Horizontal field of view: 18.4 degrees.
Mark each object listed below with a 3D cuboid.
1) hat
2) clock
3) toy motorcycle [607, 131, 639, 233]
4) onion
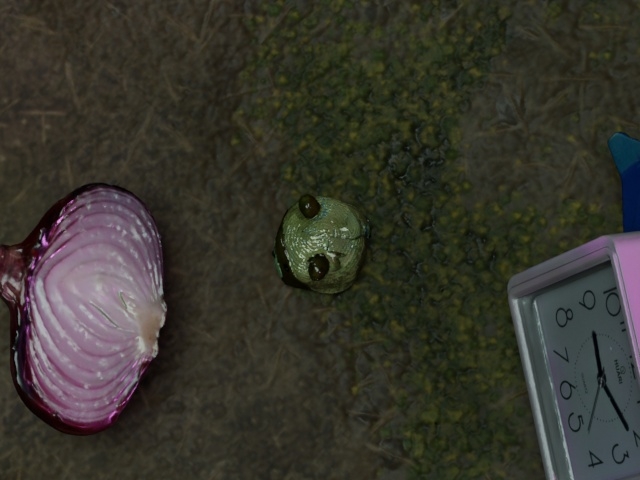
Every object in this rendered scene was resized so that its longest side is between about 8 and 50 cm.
[{"bbox_3d":[-0.001,0.000,1.618,0.076,0.059,0.077,10,77,9],"label":"hat"},{"bbox_3d":[0.220,0.103,1.502,0.063,0.150,0.197,-4,77,-30],"label":"clock"},{"bbox_3d":[0.336,-0.060,1.510,0.326,0.191,0.200,-49,65,18],"label":"toy motorcycle"},{"bbox_3d":[-0.205,0.054,1.625,0.151,0.098,0.206,19,76,-10],"label":"onion"}]
